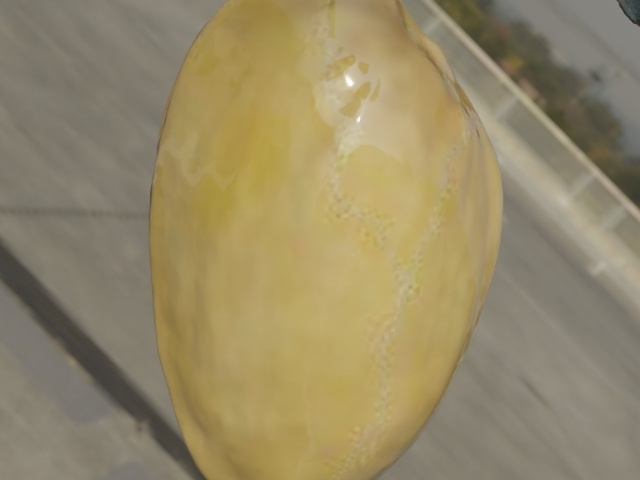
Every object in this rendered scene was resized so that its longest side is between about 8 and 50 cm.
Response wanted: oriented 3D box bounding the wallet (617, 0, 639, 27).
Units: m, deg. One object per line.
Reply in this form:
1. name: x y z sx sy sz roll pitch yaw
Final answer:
1. wallet: 0.288 -0.322 1.346 0.054 0.251 0.290 23 29 -21

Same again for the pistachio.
1. pistachio: 0.000 0.000 0.904 0.181 0.293 0.162 7 21 -1
